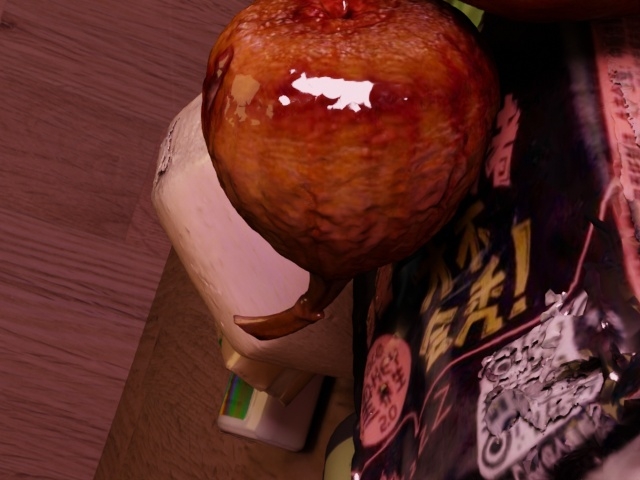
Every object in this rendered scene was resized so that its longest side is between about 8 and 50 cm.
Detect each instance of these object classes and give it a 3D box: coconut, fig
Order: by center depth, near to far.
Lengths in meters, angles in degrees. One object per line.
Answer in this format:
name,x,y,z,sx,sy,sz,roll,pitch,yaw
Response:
fig,0.005,-0.017,0.683,0.146,0.134,0.201,-47,-29,-59
coconut,0.015,-0.012,0.968,0.224,0.234,0.224,-32,-14,-9

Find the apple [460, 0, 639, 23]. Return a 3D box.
apple,0.097,-0.173,0.619,0.195,0.173,0.160,28,-107,-82

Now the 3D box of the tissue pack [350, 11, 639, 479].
tissue pack,0.108,0.028,0.692,0.245,0.123,0.332,-54,23,38

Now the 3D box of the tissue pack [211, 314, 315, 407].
tissue pack,0.000,0.000,1.187,0.222,0.090,0.186,-51,25,15

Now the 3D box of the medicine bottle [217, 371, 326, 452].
medicine bottle,-0.025,0.079,1.332,0.115,0.078,0.219,-10,61,70

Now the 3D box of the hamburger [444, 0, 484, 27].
hamburger,0.091,-0.209,1.083,0.237,0.149,0.237,-160,90,-80

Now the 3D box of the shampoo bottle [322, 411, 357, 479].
shampoo bottle,0.042,0.213,0.735,0.284,0.101,0.101,-83,16,-47
